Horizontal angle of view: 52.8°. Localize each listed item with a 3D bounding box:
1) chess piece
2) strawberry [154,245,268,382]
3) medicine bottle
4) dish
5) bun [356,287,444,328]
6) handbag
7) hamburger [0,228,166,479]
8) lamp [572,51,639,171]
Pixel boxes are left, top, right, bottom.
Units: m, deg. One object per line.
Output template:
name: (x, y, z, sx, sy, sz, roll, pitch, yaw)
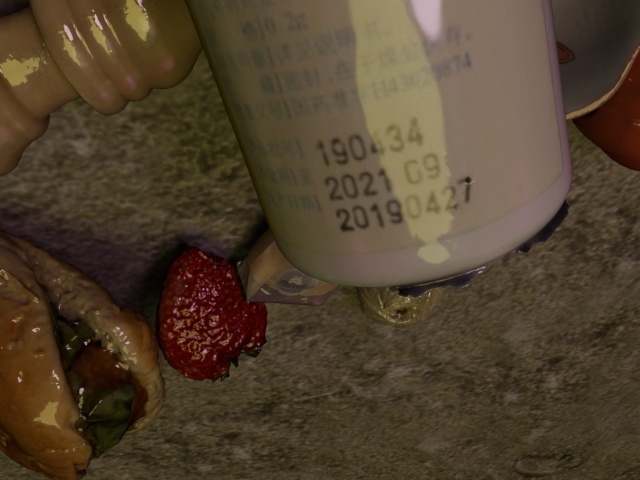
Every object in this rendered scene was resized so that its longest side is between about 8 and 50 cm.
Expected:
chess piece: (-0.179, -0.152, 0.502, 0.307, 0.124, 0.138, -20, 104, 3)
strawberry: (-0.133, 0.084, 0.732, 0.131, 0.131, 0.148, -33, 110, 20)
medicine bottle: (0.021, -0.173, 0.384, 0.214, 0.213, 0.378, -16, 116, 3)
dish: (0.156, -0.206, 0.513, 0.230, 0.081, 0.229, 4, 122, 7)
bun: (0.104, 0.064, 0.795, 0.115, 0.069, 0.115, -8, 135, -8)
handbag: (0.000, 0.000, 0.700, 0.117, 0.095, 0.173, 8, 140, -41)
hamburger: (-0.268, 0.140, 0.668, 0.209, 0.162, 0.329, 17, 135, 27)
lamp: (0.315, -0.147, 0.567, 0.188, 0.163, 0.187, -6, 137, -5)
